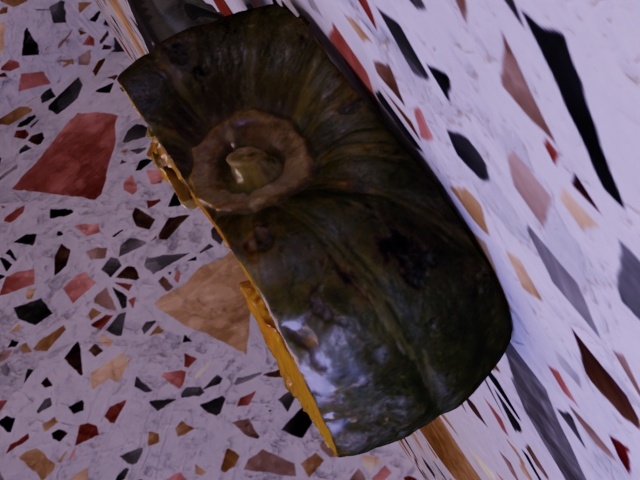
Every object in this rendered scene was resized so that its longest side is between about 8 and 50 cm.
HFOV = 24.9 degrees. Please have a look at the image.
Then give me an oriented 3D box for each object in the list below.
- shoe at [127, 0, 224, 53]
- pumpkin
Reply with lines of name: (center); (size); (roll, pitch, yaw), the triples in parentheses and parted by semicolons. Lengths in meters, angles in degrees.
shoe: (-0.066, -0.124, 1.073); (0.275, 0.098, 0.103); (57, 168, 30)
pumpkin: (0.001, -0.001, 0.930); (0.280, 0.139, 0.190); (56, 175, 35)
